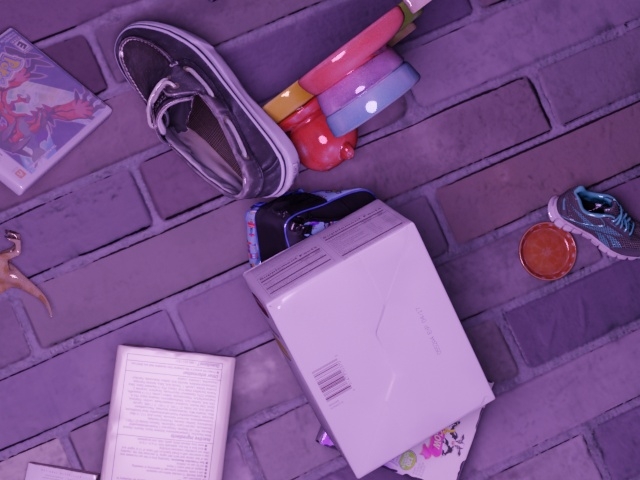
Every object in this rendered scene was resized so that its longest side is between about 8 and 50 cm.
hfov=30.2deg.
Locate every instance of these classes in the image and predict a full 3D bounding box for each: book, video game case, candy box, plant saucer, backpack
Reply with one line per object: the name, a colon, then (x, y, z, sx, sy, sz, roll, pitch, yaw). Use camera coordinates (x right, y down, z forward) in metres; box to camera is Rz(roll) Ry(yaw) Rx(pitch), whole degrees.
book: (-0.357, 0.376, 1.582, 0.096, 0.035, 0.144, 10, 85, -1)
video game case: (-0.407, -0.176, 1.578, 0.183, 0.023, 0.201, 39, 48, -1)
candy box: (0.115, 0.234, 1.620, 0.196, 0.070, 0.164, 21, 83, -3)
plant saucer: (0.323, 0.016, 1.690, 0.084, 0.013, 0.083, 0, 85, -5)
backpack: (0.000, 0.000, 1.600, 0.173, 0.117, 0.158, -25, 119, -35)

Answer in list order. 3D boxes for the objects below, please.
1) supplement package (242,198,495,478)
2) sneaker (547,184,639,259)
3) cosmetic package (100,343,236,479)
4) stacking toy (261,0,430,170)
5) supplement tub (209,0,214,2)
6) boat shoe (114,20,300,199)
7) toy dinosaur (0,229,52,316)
supplement package: (0.058, 0.119, 1.476, 0.204, 0.145, 0.261, -29, 109, -7)
sneaker: (0.406, -0.027, 1.665, 0.167, 0.076, 0.065, 22, 62, -5)
cosmetic package: (-0.206, 0.298, 1.562, 0.160, 0.113, 0.309, 8, 85, -5)
stacking toy: (0.078, -0.213, 1.563, 0.279, 0.309, 0.130, -39, 97, -18)
supplement tub: (-0.082, -0.406, 1.643, 0.198, 0.106, 0.106, -29, 88, -8)
boat shoe: (-0.170, -0.179, 1.556, 0.335, 0.119, 0.121, 41, 120, 21)
toy dinosaur: (-0.431, 0.035, 1.603, 0.183, 0.053, 0.092, 19, 98, 4)
